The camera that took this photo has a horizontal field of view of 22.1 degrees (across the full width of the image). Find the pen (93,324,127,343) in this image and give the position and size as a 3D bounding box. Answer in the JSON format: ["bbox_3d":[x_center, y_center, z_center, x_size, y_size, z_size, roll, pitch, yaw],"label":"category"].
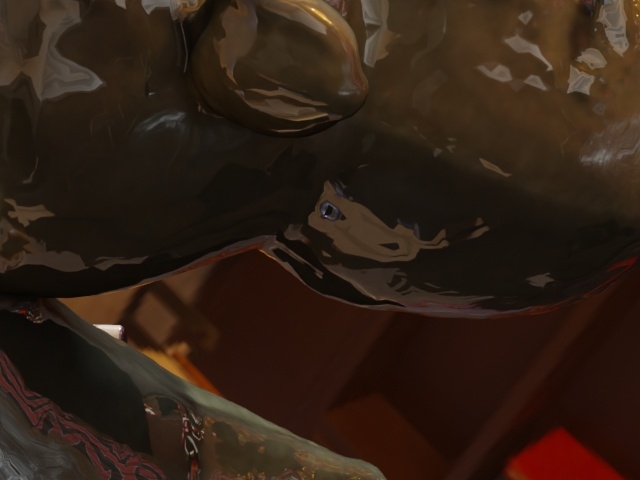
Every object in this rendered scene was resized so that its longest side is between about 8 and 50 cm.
[{"bbox_3d":[-0.328,0.094,1.640,0.269,0.033,0.033,2,-31,-1],"label":"pen"}]

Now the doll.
[{"bbox_3d":[-0.010,-0.020,0.648,0.382,0.252,0.378,9,-49,-25],"label":"doll"}]
